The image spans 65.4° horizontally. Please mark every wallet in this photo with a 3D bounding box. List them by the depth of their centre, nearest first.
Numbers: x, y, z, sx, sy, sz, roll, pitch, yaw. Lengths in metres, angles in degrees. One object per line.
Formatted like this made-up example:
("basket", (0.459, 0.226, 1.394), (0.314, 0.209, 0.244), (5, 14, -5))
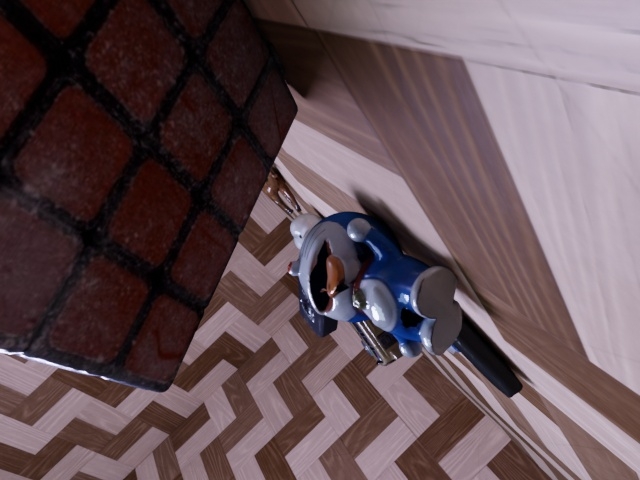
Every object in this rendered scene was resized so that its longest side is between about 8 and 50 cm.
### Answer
("wallet", (0.219, 0.143, 0.821), (0.250, 0.044, 0.149), (46, -179, -1))

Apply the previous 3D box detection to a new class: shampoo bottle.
("shampoo bottle", (-0.002, 0.102, 1.096), (0.098, 0.071, 0.309), (53, 158, 30))

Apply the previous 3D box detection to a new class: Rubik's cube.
("Rubik's cube", (-0.269, -0.104, 0.425), (0.338, 0.343, 0.344), (13, 158, 25))

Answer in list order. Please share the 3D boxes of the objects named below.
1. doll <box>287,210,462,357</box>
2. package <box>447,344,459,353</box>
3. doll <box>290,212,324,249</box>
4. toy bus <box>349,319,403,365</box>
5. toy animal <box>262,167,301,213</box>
("doll", (0.071, 0.061, 0.690), (0.257, 0.161, 0.215), (24, 133, 51))
("package", (0.262, 0.205, 1.187), (0.171, 0.027, 0.173), (48, 176, 16))
("doll", (-0.006, -0.002, 1.335), (0.181, 0.107, 0.110), (44, 157, 47))
("toy bus", (0.121, 0.157, 1.196), (0.289, 0.139, 0.157), (56, 173, 4))
("toy animal", (-0.128, -0.156, 1.408), (0.229, 0.066, 0.224), (54, 172, -36))
